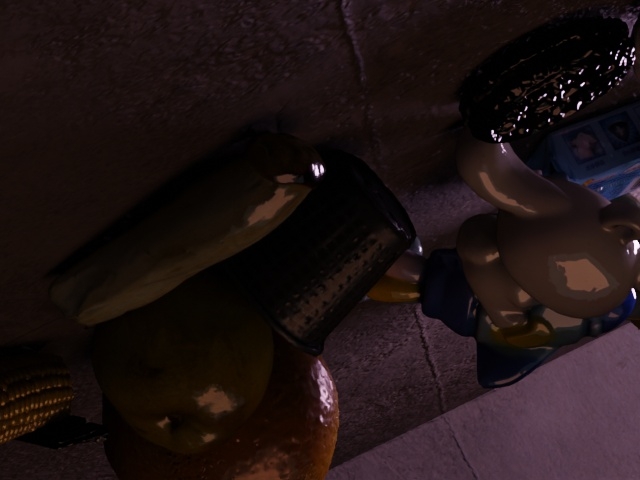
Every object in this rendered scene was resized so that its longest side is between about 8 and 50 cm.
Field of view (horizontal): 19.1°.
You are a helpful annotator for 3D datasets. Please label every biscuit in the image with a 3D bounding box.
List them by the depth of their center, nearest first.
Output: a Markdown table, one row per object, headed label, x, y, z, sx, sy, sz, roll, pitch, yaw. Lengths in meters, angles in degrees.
| label | x | y | z | sx | sy | sz | roll | pitch | yaw |
| --- | --- | --- | --- | --- | --- | --- | --- | --- | --- |
| biscuit | 0.227 | -0.159 | 1.897 | 0.194 | 0.053 | 0.194 | -24 | 166 | -6 |

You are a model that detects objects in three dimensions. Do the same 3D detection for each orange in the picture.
| label | x | y | z | sx | sy | sz | roll | pitch | yaw |
| --- | --- | --- | --- | --- | --- | --- | --- | --- | --- |
| orange | -0.114 | 0.201 | 2.152 | 0.274 | 0.274 | 0.274 | -25 | 166 | -7 |

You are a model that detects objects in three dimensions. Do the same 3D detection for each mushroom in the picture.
| label | x | y | z | sx | sy | sz | roll | pitch | yaw |
| --- | --- | --- | --- | --- | --- | --- | --- | --- | --- |
| mushroom | -0.122 | -0.006 | 1.782 | 0.312 | 0.081 | 0.100 | -33 | 159 | 30 |

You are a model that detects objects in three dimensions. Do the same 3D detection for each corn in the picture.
| label | x | y | z | sx | sy | sz | roll | pitch | yaw |
| --- | --- | --- | --- | --- | --- | --- | --- | --- | --- |
| corn | -0.358 | 0.173 | 1.974 | 0.093 | 0.093 | 0.244 | -36 | 169 | 34 |

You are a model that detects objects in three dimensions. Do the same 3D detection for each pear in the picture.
| label | x | y | z | sx | sy | sz | roll | pitch | yaw |
| --- | --- | --- | --- | --- | --- | --- | --- | --- | --- |
| pear | -0.140 | 0.114 | 1.945 | 0.200 | 0.200 | 0.200 | -25 | 166 | -7 |

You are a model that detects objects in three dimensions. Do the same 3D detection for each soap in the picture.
| label | x | y | z | sx | sy | sz | roll | pitch | yaw |
| --- | --- | --- | --- | --- | --- | --- | --- | --- | --- |
| soap | 0.358 | -0.106 | 2.275 | 0.293 | 0.077 | 0.156 | -20 | 164 | -24 |

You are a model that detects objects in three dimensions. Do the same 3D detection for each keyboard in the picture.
| label | x | y | z | sx | sy | sz | roll | pitch | yaw |
| --- | --- | --- | --- | --- | --- | --- | --- | --- | --- |
| keyboard | -0.320 | 0.205 | 2.109 | 0.072 | 0.023 | 0.231 | -10 | -172 | -36 |

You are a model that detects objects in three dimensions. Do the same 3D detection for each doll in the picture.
| label | x | y | z | sx | sy | sz | roll | pitch | yaw |
| --- | --- | --- | --- | --- | --- | --- | --- | --- | --- |
| doll | 0.241 | 0.026 | 2.159 | 0.365 | 0.376 | 0.187 | -36 | -167 | 51 |

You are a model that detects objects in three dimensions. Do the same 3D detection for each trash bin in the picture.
| label | x | y | z | sx | sy | sz | roll | pitch | yaw |
| --- | --- | --- | --- | --- | --- | --- | --- | --- | --- |
| trash bin | 0.000 | 0.000 | 1.885 | 0.161 | 0.175 | 0.175 | -41 | 163 | 13 |

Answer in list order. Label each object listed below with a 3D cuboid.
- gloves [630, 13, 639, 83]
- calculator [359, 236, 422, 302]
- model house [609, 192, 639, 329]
| label | x | y | z | sx | sy | sz | roll | pitch | yaw |
| --- | --- | --- | --- | --- | --- | --- | --- | --- | --- |
| gloves | 0.370 | -0.198 | 1.916 | 0.119 | 0.097 | 0.229 | 7 | 166 | -2 |
| calculator | 0.018 | 0.050 | 2.306 | 0.246 | 0.045 | 0.141 | -18 | 164 | -34 |
| model house | 0.406 | 0.056 | 2.682 | 0.173 | 0.268 | 0.239 | -44 | 172 | -14 |
